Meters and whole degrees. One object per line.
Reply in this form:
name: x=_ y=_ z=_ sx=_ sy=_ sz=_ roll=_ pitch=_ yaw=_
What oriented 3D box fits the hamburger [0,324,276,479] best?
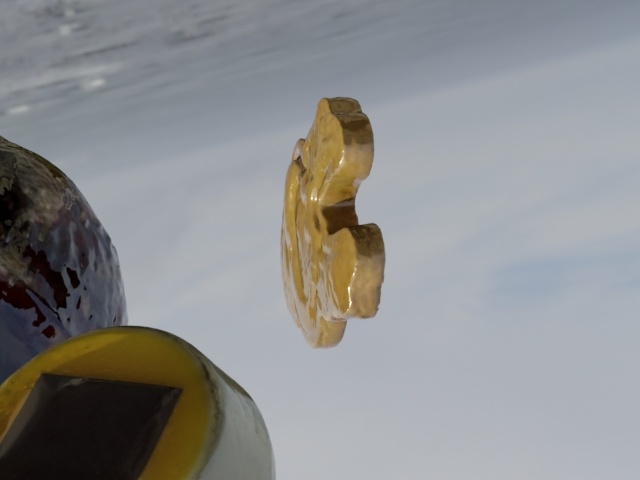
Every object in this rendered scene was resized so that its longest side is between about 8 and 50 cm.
hamburger: x=-0.080 y=0.104 z=0.532 sx=0.127 sy=0.081 sz=0.141 roll=-10 pitch=-136 yaw=16

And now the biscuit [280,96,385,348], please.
biscuit: x=0.000 y=-0.003 z=0.898 sx=0.040 sy=0.144 sz=0.236 roll=4 pitch=166 yaw=-12

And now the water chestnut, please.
water chestnut: x=-0.320 y=0.090 z=1.012 sx=0.335 sy=0.335 sz=0.347 roll=-12 pitch=-141 yaw=23
